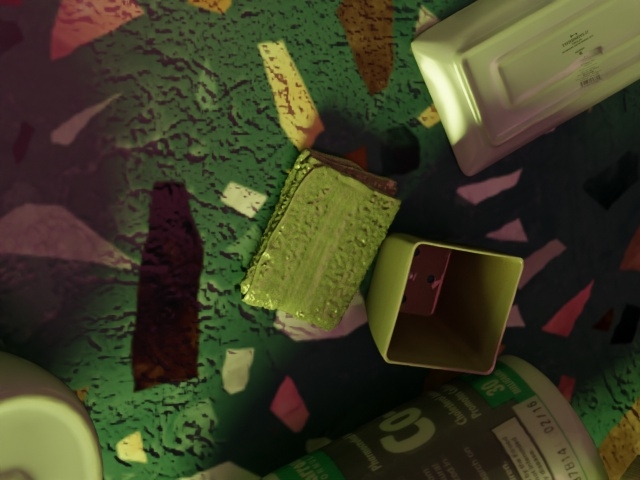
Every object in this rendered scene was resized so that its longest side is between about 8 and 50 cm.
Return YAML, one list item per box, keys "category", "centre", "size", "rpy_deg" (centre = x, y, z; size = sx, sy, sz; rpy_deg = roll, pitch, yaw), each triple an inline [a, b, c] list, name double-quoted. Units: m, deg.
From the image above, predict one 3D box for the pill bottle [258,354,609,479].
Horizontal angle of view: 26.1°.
- category: "pill bottle"
  centre: [0.061, 0.265, 1.211]
  size: [0.361, 0.204, 0.204]
  rpy_deg: [-26, 115, -13]

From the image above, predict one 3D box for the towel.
- category: "towel"
  centre: [0.000, 0.000, 1.200]
  size: [0.110, 0.027, 0.148]
  rpy_deg: [21, 97, -27]

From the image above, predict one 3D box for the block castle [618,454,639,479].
- category: "block castle"
  centre: [0.396, 0.335, 1.256]
  size: [0.453, 0.212, 0.303]
  rpy_deg: [4, 107, -59]

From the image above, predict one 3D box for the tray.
- category: "tray"
  centre: [0.221, -0.176, 1.230]
  size: [0.270, 0.030, 0.145]
  rpy_deg: [-30, 116, -10]

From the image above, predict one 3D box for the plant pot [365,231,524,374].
- category: "plant pot"
  centre: [0.097, 0.046, 1.214]
  size: [0.109, 0.096, 0.109]
  rpy_deg: [9, 102, -24]

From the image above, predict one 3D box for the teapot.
- category: "teapot"
  centre: [-0.304, 0.191, 1.059]
  size: [0.252, 0.187, 0.256]
  rpy_deg: [36, 73, -54]
